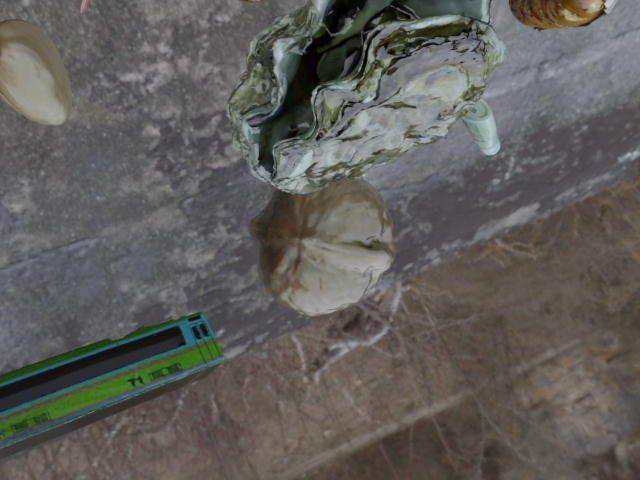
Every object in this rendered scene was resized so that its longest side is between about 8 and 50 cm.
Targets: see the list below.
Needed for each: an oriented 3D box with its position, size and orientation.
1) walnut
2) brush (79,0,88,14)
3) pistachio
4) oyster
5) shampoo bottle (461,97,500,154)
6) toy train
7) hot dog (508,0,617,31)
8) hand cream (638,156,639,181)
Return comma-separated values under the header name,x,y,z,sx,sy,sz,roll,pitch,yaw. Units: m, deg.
name,x,y,z,sx,sy,sz,roll,pitch,yaw
walnut,0.002,0.001,1.247,0.248,0.248,0.248,-22,151,-13
brush,-0.390,-0.495,1.315,0.047,0.103,0.233,19,130,-18
pistachio,-0.537,-0.306,1.407,0.136,0.136,0.226,-26,143,-6
oyster,0.021,-0.110,0.572,0.198,0.112,0.268,-10,164,-32
shampoo bottle,0.268,-0.187,1.265,0.041,0.069,0.191,-59,155,0
toy train,-0.159,0.090,0.430,0.209,0.042,0.044,-17,164,-33
hot dog,0.249,-0.283,0.787,0.069,0.131,0.252,-10,-172,-2
hand cream,0.357,-0.052,0.617,0.084,0.203,0.084,-5,105,-19
